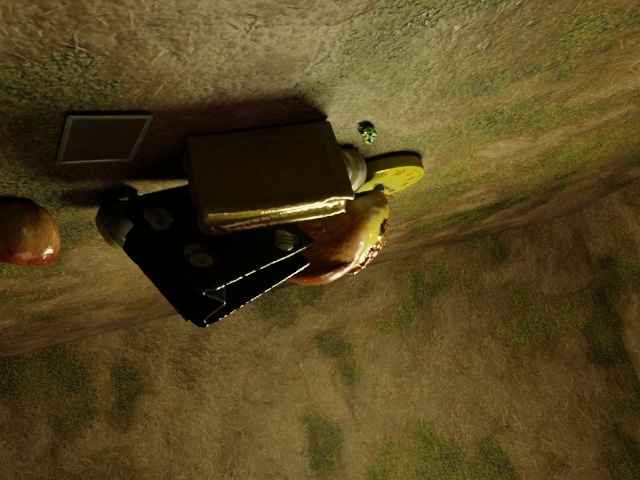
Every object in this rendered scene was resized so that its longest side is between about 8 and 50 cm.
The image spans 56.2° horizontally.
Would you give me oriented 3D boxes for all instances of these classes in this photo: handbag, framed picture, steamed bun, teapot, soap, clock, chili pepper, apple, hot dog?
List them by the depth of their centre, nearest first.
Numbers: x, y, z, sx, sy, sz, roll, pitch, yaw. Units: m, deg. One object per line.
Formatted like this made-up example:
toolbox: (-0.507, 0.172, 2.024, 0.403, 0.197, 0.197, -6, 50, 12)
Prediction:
framed picture: (-0.387, -0.180, 1.066, 0.142, 0.011, 0.183, -8, 165, -32)
soap: (-0.106, -0.132, 1.216, 0.315, 0.199, 0.091, -9, 159, -21)
apple: (-0.619, -0.013, 1.244, 0.146, 0.131, 0.146, -3, 174, 0)
handbag: (-0.213, -0.010, 1.268, 0.329, 0.303, 0.122, -28, 146, -36)
teapot: (-0.435, -0.051, 1.369, 0.119, 0.130, 0.165, -31, -160, 0)
chili pepper: (0.109, -0.244, 1.377, 0.034, 0.030, 0.091, 7, 171, 15)
steamed bun: (0.028, -0.154, 1.495, 0.183, 0.106, 0.183, -17, 168, -4)
hot dog: (0.001, -0.001, 1.649, 0.405, 0.223, 0.185, -8, -171, 25)
clock: (0.162, -0.159, 1.720, 0.277, 0.071, 0.293, -10, 166, -26)

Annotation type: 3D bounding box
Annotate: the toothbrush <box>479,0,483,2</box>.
toothbrush: (0.257, -0.407, 0.873, 0.017, 0.014, 0.194, -16, 168, 0)
